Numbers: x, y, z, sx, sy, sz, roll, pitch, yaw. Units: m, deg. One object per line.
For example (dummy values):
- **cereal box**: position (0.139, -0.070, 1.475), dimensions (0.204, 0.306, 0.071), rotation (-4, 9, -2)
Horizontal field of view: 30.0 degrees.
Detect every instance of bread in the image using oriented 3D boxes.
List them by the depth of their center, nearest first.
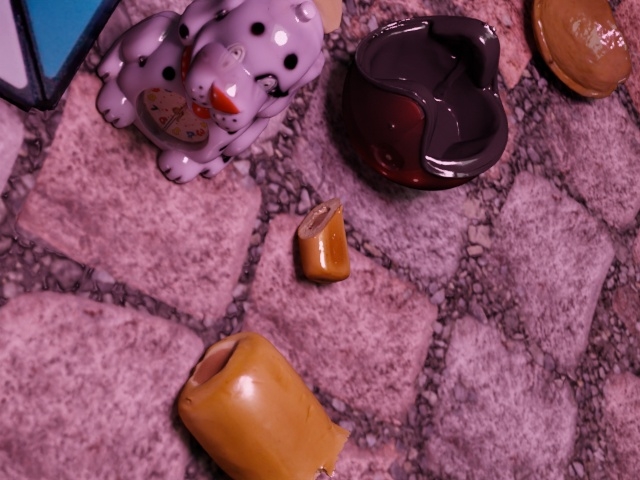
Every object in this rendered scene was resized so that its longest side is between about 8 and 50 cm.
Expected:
- **bread**: position (-0.059, 0.184, 1.240), dimensions (0.173, 0.085, 0.134), rotation (52, 50, -15)
- **bread**: position (-0.001, -0.001, 1.372), dimensions (0.062, 0.049, 0.103), rotation (6, 71, -46)

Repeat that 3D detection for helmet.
- **helmet**: position (0.124, -0.161, 1.429), dimensions (0.216, 0.193, 0.189), rotation (45, 54, -2)

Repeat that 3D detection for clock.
- **clock**: position (-0.091, -0.178, 1.226), dimensions (0.189, 0.254, 0.189), rotation (9, 75, -35)

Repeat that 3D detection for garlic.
- **garlic**: position (-0.001, -0.297, 1.477), dimensions (0.083, 0.041, 0.053), rotation (51, 55, -24)

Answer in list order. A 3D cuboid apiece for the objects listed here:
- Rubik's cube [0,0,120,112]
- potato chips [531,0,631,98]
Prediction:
- **Rubik's cube**: position (-0.302, -0.291, 1.035), dimensions (0.248, 0.250, 0.246), rotation (28, 97, -32)
- **potato chips**: position (0.376, -0.302, 1.769), dimensions (0.208, 0.062, 0.195), rotation (17, 71, -36)
